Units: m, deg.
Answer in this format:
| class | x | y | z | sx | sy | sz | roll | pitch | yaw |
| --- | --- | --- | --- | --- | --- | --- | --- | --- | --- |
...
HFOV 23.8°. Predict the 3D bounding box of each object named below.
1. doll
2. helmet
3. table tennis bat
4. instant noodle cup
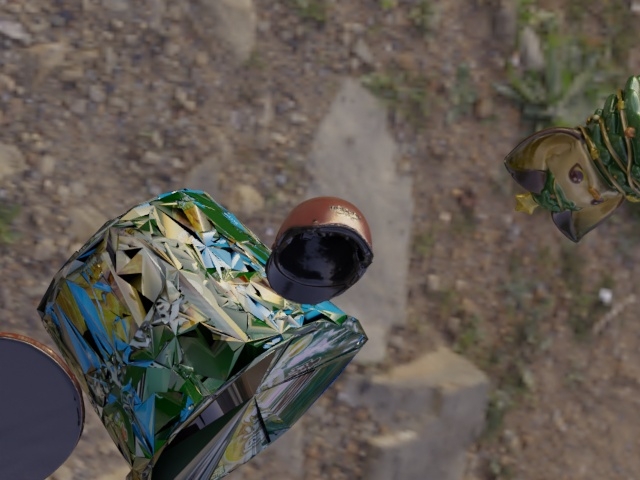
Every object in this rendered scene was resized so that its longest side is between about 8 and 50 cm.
| class | x | y | z | sx | sy | sz | roll | pitch | yaw |
| --- | --- | --- | --- | --- | --- | --- | --- | --- | --- |
| doll | 0.166 | -0.053 | 0.897 | 0.078 | 0.113 | 0.077 | 44 | 52 | -26 |
| helmet | -0.001 | 0.000 | 1.014 | 0.065 | 0.084 | 0.049 | 24 | 45 | -23 |
| table tennis bat | -0.273 | 0.140 | 1.084 | 0.220 | 0.019 | 0.130 | -24 | 110 | 8 |
| instant noodle cup | -0.108 | 0.080 | 1.255 | 0.240 | 0.178 | 0.240 | -36 | 160 | -15 |
